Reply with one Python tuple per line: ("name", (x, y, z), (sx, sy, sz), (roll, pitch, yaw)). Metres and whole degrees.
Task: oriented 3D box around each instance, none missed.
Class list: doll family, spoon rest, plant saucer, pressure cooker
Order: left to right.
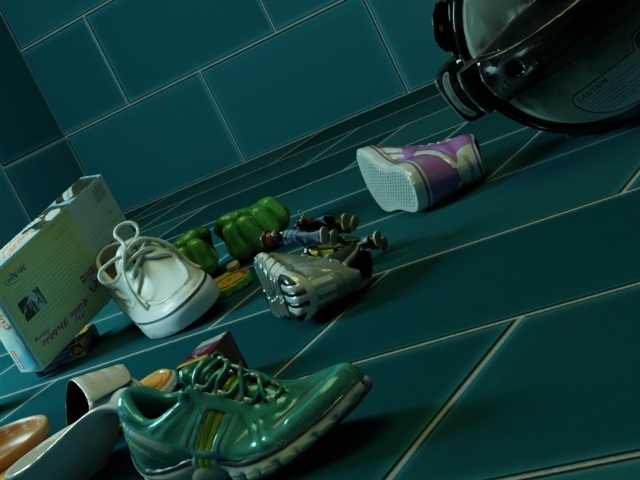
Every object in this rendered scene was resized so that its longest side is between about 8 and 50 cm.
("plant saucer", (-0.424, 0.283, 1.611), (0.200, 0.037, 0.200), (-25, 10, 5))
("spoon rest", (-0.236, 0.208, 1.369), (0.276, 0.084, 0.137), (-17, 13, 43))
("doll family", (0.000, 0.000, 1.758), (0.111, 0.193, 0.076), (4, 70, 36))
("pressure cooker", (0.351, -0.342, 1.865), (0.375, 0.370, 0.420), (8, 15, 2))

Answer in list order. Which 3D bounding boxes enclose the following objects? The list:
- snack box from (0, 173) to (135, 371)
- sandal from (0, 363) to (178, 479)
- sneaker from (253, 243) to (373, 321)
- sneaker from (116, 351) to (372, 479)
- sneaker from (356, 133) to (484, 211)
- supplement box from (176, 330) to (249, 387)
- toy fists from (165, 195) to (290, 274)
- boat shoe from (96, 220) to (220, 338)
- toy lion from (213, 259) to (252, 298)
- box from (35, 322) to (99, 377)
("snack box", (-0.436, 0.051, 2.182), (0.060, 0.187, 0.322), (-7, 29, 37))
("sandal", (-0.286, 0.205, 1.539), (0.265, 0.076, 0.102), (-32, 11, -31))
("sneaker", (-0.001, 0.047, 1.671), (0.132, 0.086, 0.228), (-20, 14, -13))
("sneaker", (-0.079, 0.154, 1.155), (0.275, 0.110, 0.107), (-19, 11, 34))
("sneaker", (0.167, -0.115, 2.043), (0.161, 0.102, 0.282), (-25, 19, -14))
("supplement box", (-0.123, 0.147, 1.481), (0.043, 0.055, 0.083), (-23, 9, 22))
("toy fists", (-0.182, 0.005, 2.313), (0.279, 0.096, 0.142), (-25, 11, -1))
("boat shoe", (-0.284, 0.046, 2.064), (0.136, 0.156, 0.367), (-42, 20, -13))
("toy lion", (-0.157, 0.072, 2.084), (0.100, 0.034, 0.096), (-26, 17, 4))
("box", (-0.434, 0.186, 2.209), (0.094, 0.027, 0.137), (-25, 9, 3))
